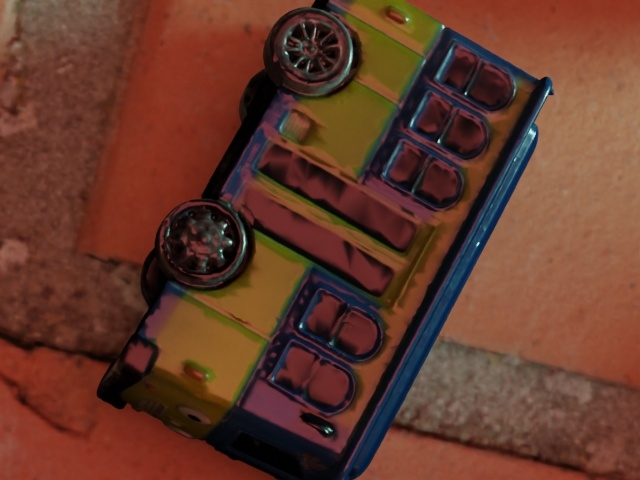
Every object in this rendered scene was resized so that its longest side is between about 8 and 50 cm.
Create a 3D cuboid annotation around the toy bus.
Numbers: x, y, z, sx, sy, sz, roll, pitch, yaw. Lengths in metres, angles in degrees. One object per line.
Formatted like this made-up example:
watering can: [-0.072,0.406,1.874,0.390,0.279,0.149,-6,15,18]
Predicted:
toy bus: [0.000,0.000,1.126,0.175,0.138,0.287,30,74,-4]
